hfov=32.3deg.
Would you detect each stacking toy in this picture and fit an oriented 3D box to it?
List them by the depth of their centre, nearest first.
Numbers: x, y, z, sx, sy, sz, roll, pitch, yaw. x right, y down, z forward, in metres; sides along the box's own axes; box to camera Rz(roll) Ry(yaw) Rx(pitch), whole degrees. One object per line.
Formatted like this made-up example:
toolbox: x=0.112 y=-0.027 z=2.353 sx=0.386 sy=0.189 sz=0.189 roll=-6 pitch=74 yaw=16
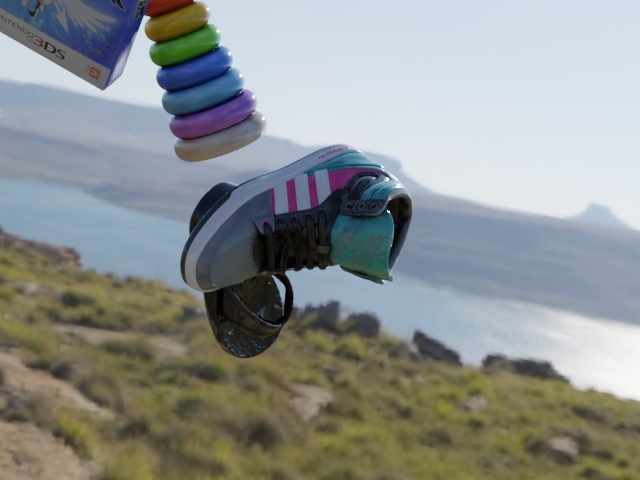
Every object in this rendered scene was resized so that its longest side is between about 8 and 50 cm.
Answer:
stacking toy: x=-0.190 y=-0.285 z=1.555 sx=0.141 sy=0.330 sz=0.141 roll=-17 pitch=18 yaw=6

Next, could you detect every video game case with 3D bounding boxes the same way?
video game case: x=-0.337 y=-0.367 z=1.437 sx=0.244 sy=0.269 sz=0.061 roll=29 pitch=36 yaw=0

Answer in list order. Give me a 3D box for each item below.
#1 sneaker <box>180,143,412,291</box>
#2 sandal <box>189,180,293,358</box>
sneaker: x=0.000 y=0.000 z=1.271 sx=0.295 sy=0.123 sz=0.178 roll=-33 pitch=46 yaw=-32
sandal: x=-0.124 y=0.084 z=1.943 sx=0.107 sy=0.167 sz=0.445 roll=23 pitch=-29 yaw=26
